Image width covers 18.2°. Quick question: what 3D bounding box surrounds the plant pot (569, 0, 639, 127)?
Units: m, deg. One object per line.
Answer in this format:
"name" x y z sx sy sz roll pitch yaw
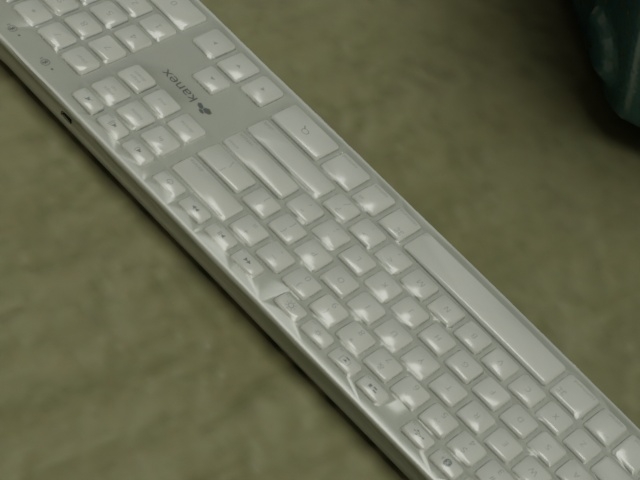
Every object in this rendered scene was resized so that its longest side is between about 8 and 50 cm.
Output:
"plant pot" 0.200 -0.151 0.642 0.252 0.248 0.247 -10 56 -8

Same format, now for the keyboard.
"keyboard" 0.000 0.000 0.579 0.256 0.014 0.072 45 50 15
